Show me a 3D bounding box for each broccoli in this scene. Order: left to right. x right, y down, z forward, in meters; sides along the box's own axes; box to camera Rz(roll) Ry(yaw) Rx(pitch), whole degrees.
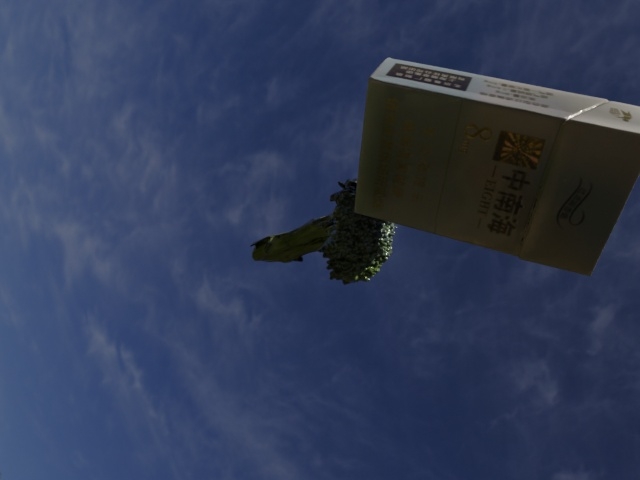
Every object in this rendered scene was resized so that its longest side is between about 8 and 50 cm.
[{"bbox_3d":[-0.002,-0.001,0.680,0.204,0.118,0.122,-12,-124,40],"label":"broccoli"}]

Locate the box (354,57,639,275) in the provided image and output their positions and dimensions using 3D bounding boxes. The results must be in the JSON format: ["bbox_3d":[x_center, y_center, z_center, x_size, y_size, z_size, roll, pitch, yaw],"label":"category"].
[{"bbox_3d":[0.161,-0.072,0.532,0.243,0.067,0.155,16,-49,16],"label":"box"}]
